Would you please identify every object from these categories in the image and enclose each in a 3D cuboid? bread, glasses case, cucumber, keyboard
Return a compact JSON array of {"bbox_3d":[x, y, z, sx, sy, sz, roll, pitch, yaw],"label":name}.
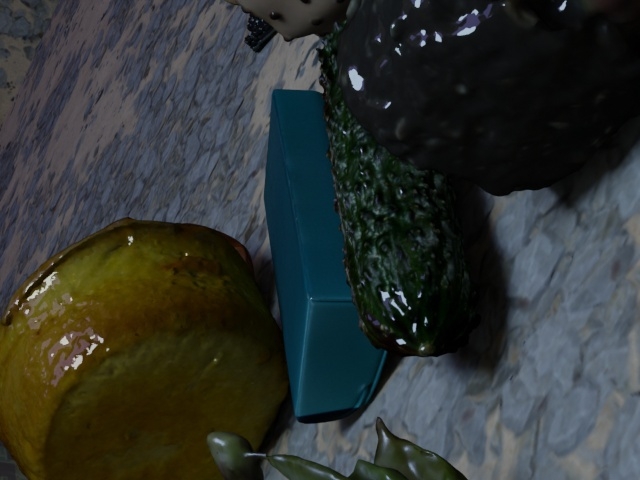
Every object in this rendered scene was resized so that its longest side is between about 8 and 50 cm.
[{"bbox_3d":[-0.145,0.113,1.075,0.268,0.268,0.145,-59,39,19],"label":"bread"},{"bbox_3d":[0.000,0.001,1.056,0.301,0.070,0.117,-103,17,-54],"label":"glasses case"},{"bbox_3d":[0.056,-0.037,0.943,0.096,0.096,0.359,-53,28,32],"label":"cucumber"},{"bbox_3d":[-0.049,-0.327,1.572,0.072,0.023,0.231,-36,37,49],"label":"keyboard"}]

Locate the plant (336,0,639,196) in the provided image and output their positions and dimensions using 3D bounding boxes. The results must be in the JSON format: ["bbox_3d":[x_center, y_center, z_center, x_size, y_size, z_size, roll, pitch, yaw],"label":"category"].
[{"bbox_3d":[0.121,-0.147,0.783,0.204,0.178,0.234,-89,24,-45],"label":"plant"}]

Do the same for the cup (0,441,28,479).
[{"bbox_3d":[-0.435,0.248,1.592,0.227,0.257,0.301,-44,29,40],"label":"cup"}]

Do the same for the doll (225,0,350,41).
[{"bbox_3d":[0.036,-0.240,1.048,0.278,0.154,0.119,-16,62,44],"label":"doll"}]

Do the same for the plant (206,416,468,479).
[{"bbox_3d":[0.070,0.187,0.598,0.333,0.180,0.251,-23,58,56],"label":"plant"}]

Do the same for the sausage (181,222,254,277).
[{"bbox_3d":[-0.143,0.049,1.279,0.258,0.133,0.133,-16,54,65],"label":"sausage"}]

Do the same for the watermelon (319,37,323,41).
[{"bbox_3d":[0.023,-0.214,1.235,0.139,0.071,0.187,-38,35,58],"label":"watermelon"}]
